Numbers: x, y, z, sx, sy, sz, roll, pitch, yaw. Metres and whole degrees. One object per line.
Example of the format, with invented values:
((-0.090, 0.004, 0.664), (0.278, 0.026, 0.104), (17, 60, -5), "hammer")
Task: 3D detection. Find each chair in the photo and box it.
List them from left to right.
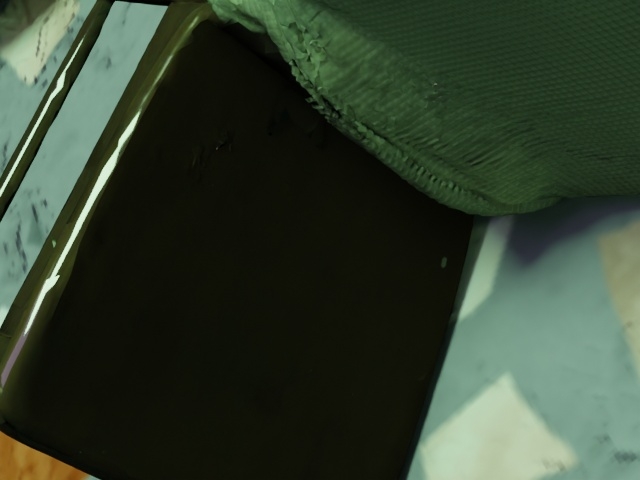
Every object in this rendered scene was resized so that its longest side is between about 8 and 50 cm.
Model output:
((0.000, 0.000, 0.485), (0.319, 0.160, 0.186), (9, 71, 49), "chair")
